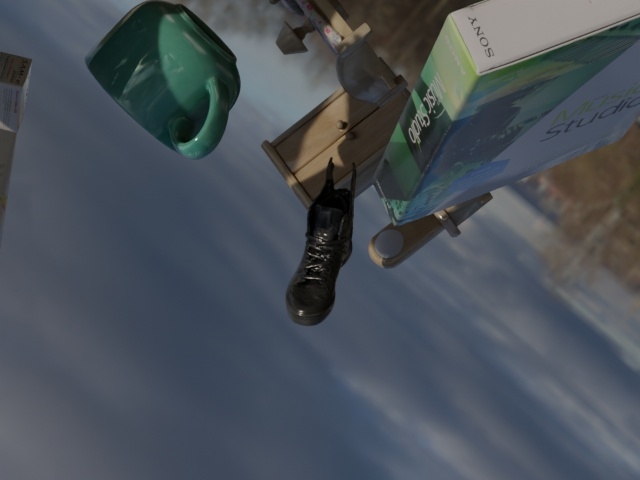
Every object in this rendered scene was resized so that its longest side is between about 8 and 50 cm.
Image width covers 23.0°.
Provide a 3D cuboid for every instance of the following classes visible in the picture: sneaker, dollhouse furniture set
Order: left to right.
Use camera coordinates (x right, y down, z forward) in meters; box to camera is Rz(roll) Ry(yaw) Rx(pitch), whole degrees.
[{"bbox_3d":[-0.008,-0.152,1.638,0.303,0.174,0.355,53,-176,27],"label":"dollhouse furniture set"},{"bbox_3d":[0.003,0.001,1.584,0.051,0.089,0.170,10,-139,13],"label":"sneaker"}]

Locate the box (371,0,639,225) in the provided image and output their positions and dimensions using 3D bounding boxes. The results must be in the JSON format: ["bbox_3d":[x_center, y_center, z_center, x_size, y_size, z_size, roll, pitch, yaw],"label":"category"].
[{"bbox_3d":[0.177,-0.122,1.236,0.322,0.232,0.058,109,137,-69],"label":"box"}]

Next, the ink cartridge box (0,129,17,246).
[{"bbox_3d":[-0.508,-0.053,2.093,0.131,0.306,0.226,9,-174,7],"label":"ink cartridge box"}]

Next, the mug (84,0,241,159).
[{"bbox_3d":[-0.127,-0.147,1.437,0.158,0.097,0.129,46,-173,9],"label":"mug"}]

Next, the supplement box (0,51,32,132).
[{"bbox_3d":[-0.298,-0.134,1.337,0.098,0.062,0.036,14,-127,-7],"label":"supplement box"}]
